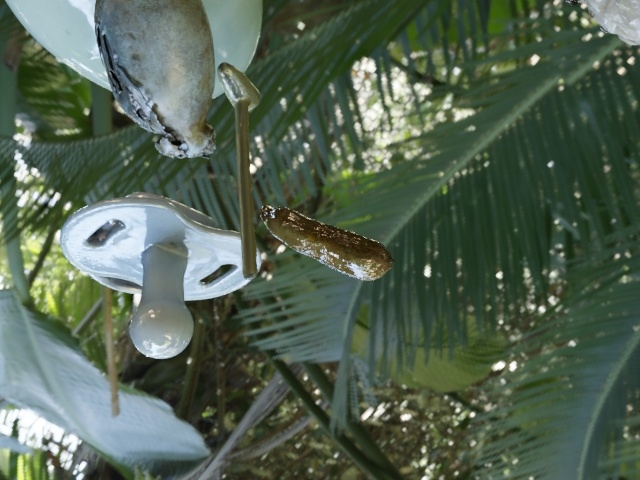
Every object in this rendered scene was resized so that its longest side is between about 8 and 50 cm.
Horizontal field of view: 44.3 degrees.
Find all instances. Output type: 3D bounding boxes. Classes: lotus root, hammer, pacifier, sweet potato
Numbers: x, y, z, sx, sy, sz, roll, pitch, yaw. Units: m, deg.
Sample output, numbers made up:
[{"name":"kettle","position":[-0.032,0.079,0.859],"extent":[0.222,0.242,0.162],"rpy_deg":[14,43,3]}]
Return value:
[{"name":"lotus root","position":[-0.124,-0.138,0.607],"extent":[0.088,0.088,0.165],"rpy_deg":[-42,-56,-59]},{"name":"hammer","position":[-0.069,-0.062,0.694],"extent":[0.060,0.028,0.195],"rpy_deg":[43,-141,-68]},{"name":"pacifier","position":[-0.231,0.063,1.119],"extent":[0.299,0.244,0.233],"rpy_deg":[24,-137,-36]},{"name":"sweet potato","position":[-0.003,-0.002,1.156],"extent":[0.233,0.062,0.081],"rpy_deg":[23,178,22]}]

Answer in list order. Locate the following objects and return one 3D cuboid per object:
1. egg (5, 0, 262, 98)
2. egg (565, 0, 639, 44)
[{"name":"egg","position":[-0.174,-0.256,0.755],"extent":[0.230,0.230,0.371],"rpy_deg":[50,178,20]},{"name":"egg","position":[0.430,-0.351,0.923],"extent":[0.279,0.279,0.310],"rpy_deg":[22,-154,-24]}]
